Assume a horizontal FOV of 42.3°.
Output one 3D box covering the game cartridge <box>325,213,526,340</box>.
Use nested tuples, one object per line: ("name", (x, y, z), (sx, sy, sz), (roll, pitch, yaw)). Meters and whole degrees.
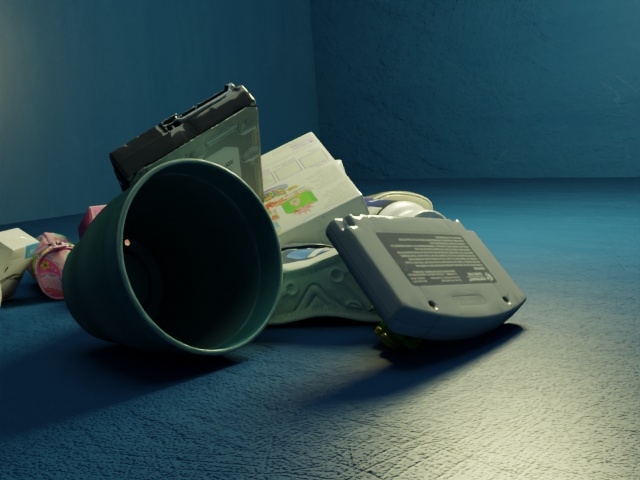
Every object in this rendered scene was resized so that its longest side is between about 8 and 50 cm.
("game cartridge", (0.159, 0.050, 1.160), (0.294, 0.060, 0.196), (2, 41, -45))

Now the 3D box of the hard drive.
("hard drive", (-0.207, -0.096, 1.385), (0.237, 0.064, 0.339), (-34, -21, -17))

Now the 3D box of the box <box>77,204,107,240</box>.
("box", (-0.436, -0.014, 1.973), (0.243, 0.117, 0.213), (-9, -8, -25))

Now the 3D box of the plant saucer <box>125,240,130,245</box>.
("plant saucer", (-0.296, 0.030, 1.687), (0.332, 0.084, 0.332), (-4, 8, 0))

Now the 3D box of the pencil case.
("pencil case", (-0.568, 0.049, 1.789), (0.124, 0.124, 0.284), (-8, 8, -23))

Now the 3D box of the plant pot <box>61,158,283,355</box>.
("plant pot", (-0.240, 0.044, 1.209), (0.255, 0.271, 0.272), (-16, -2, 44))

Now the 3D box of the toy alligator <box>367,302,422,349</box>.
("toy alligator", (0.110, 0.119, 1.171), (0.051, 0.056, 0.189), (35, 2, -11))

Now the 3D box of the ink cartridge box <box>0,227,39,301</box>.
("ink cartridge box", (-0.655, 0.070, 1.679), (0.060, 0.180, 0.104), (32, 14, 5))

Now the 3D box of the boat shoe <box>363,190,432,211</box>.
("boat shoe", (0.144, -0.081, 2.340), (0.335, 0.112, 0.095), (-9, 13, -7))

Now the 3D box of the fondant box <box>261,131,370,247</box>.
("fondant box", (-0.062, -0.070, 1.622), (0.238, 0.096, 0.330), (-26, 31, -3))

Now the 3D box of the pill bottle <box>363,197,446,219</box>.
("pill bottle", (0.138, -0.006, 1.669), (0.153, 0.153, 0.265), (-9, 10, -29))

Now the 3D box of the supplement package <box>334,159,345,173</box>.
("supplement package", (-0.037, -0.051, 1.801), (0.134, 0.139, 0.244), (0, 39, 27))

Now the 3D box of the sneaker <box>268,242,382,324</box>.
("sneaker", (0.044, 0.052, 1.381), (0.323, 0.130, 0.236), (-8, 11, 12))
